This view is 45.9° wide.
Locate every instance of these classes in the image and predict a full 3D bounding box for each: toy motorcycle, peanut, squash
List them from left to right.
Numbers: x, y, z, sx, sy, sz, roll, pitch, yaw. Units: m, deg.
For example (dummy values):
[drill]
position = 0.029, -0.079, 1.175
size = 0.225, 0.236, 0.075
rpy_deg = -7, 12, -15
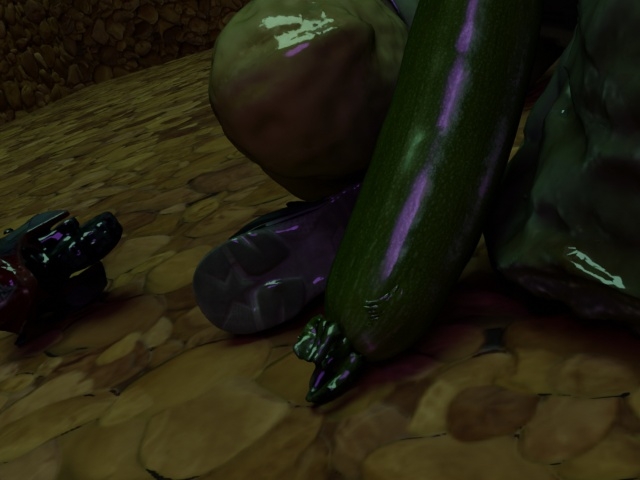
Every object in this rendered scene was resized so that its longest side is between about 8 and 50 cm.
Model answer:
[toy motorcycle]
position = -0.247, 0.033, 0.617
size = 0.213, 0.082, 0.122
rpy_deg = -15, 17, 47
[peanut]
position = 0.012, -0.089, 0.535
size = 0.148, 0.147, 0.319
rpy_deg = -13, -1, 16
[squash]
position = 0.067, -0.063, 0.395
size = 0.071, 0.318, 0.080
rpy_deg = 19, -3, 9

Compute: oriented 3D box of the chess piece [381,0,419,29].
[chess piece]
position = 0.143, -0.273, 0.774
size = 0.243, 0.133, 0.133
rpy_deg = -37, 24, -14

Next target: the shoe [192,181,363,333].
[shoe]
position = 0.000, 0.000, 0.494
size = 0.169, 0.071, 0.099
rpy_deg = -20, 14, -2

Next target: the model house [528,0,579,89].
[model house]
position = 0.303, -0.221, 0.666
size = 0.218, 0.204, 0.279
rpy_deg = -45, 46, -17

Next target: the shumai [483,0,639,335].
[shumai]
position = 0.200, -0.132, 0.358
size = 0.304, 0.263, 0.309
rpy_deg = -5, 26, 33
